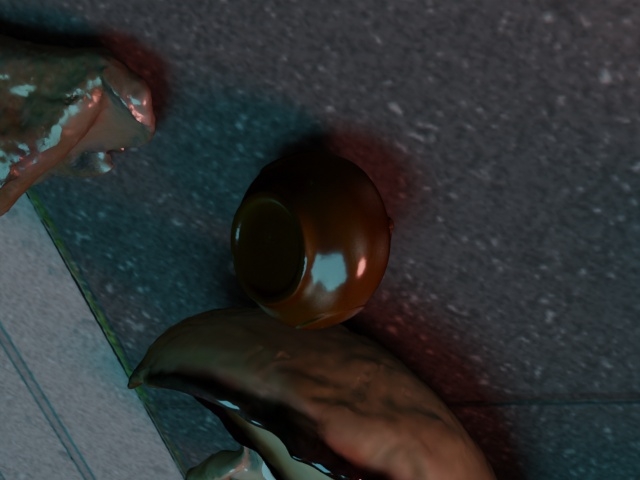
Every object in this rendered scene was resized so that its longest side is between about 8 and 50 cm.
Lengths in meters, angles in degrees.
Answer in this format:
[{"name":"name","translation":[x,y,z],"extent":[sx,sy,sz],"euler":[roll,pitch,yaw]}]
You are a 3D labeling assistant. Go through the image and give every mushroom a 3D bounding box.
[{"name":"mushroom","translation":[0.014,0.163,0.974],"extent":[0.247,0.130,0.344],"euler":[10,138,48]}]

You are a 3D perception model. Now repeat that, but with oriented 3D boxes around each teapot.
[{"name":"teapot","translation":[0.000,0.000,0.843],"extent":[0.129,0.078,0.098],"euler":[-24,77,56]}]

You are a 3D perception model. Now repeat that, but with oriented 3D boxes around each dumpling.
[{"name":"dumpling","translation":[-0.250,-0.074,0.909],"extent":[0.332,0.086,0.166],"euler":[20,138,19]}]
